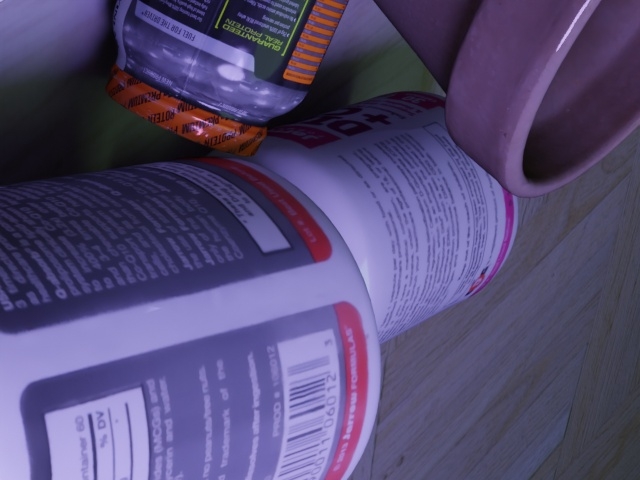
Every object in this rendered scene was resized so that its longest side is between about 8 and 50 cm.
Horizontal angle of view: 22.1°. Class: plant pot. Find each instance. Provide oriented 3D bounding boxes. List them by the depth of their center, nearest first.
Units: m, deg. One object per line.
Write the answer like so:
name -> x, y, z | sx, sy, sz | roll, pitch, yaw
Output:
plant pot -> 0.117, -0.194, 0.982 | 0.263, 0.229, 0.263 | -41, 157, -21

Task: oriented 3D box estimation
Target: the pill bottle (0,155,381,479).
pill bottle -> -0.156, 0.079, 0.779 | 0.363, 0.210, 0.210 | -12, 127, -49

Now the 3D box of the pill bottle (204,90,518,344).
pill bottle -> 0.000, 0.000, 1.075 | 0.283, 0.160, 0.160 | -23, 136, -54

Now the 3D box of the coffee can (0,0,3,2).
coffee can -> -0.179, -0.207, 0.450 | 0.201, 0.201, 0.275 | -53, 155, -16

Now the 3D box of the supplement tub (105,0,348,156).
supplement tub -> -0.039, -0.149, 0.889 | 0.117, 0.117, 0.190 | 4, 113, -64
